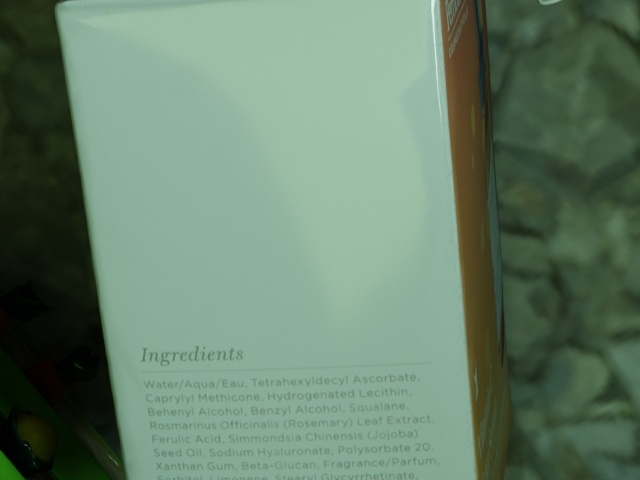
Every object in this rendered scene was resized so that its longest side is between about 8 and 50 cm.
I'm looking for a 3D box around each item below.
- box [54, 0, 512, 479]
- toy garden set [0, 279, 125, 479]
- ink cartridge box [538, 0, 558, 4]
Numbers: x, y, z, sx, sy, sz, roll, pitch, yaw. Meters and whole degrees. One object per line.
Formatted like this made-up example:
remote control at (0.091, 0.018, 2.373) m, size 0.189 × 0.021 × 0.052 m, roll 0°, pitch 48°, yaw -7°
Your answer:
box at (0.000, 0.000, 0.492) m, size 0.091 × 0.130 × 0.170 m, roll -2°, pitch 111°, yaw 10°
toy garden set at (-0.108, 0.027, 0.464) m, size 0.049 × 0.244 × 0.204 m, roll -37°, pitch 102°, yaw 5°
ink cartridge box at (0.144, -0.126, 0.433) m, size 0.209 × 0.109 × 0.062 m, roll -15°, pitch 108°, yaw 14°
